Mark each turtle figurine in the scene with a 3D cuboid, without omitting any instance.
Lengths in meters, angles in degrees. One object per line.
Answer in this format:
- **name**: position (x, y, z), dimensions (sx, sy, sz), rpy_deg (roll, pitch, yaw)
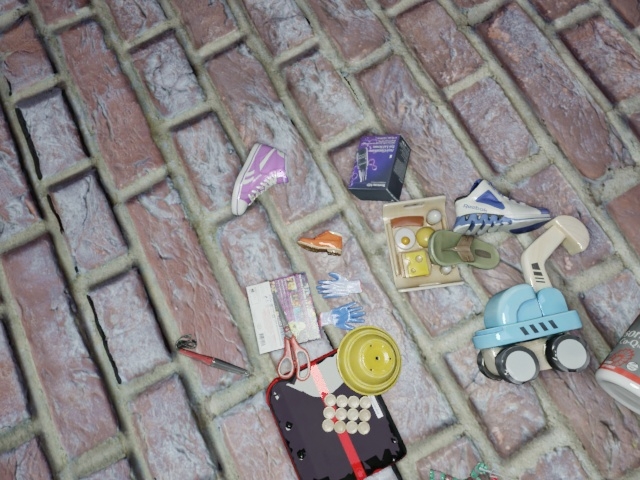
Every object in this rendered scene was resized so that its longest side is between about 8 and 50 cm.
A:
- **turtle figurine**: position (0.440, 0.743, 1.246), dimensions (0.234, 0.118, 0.175), rpy_deg (-3, 62, 18)

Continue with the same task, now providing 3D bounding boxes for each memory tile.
- **memory tile**: position (0.081, 0.537, 1.322), dimensions (0.148, 0.012, 0.113), rpy_deg (5, 75, -1)

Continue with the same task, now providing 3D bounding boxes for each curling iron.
- **curling iron**: position (-0.360, 0.386, 1.418), dimensions (0.274, 0.035, 0.068), rpy_deg (23, 80, 9)

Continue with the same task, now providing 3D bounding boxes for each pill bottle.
- **pill bottle**: position (1.010, 0.328, 1.257), dimensions (0.210, 0.210, 0.363), rpy_deg (41, 82, 11)

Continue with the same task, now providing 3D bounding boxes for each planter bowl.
- **planter bowl**: position (0.165, 0.370, 1.335), dimensions (0.217, 0.090, 0.217), rpy_deg (3, 71, -9)

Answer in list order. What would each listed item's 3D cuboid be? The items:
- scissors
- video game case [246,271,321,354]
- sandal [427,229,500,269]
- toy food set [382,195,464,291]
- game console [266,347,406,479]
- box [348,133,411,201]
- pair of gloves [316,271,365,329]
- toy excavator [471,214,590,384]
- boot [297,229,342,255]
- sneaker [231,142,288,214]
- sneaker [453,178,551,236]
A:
- **scissors**: position (-0.094, 0.304, 1.386), dimensions (0.109, 0.021, 0.297), rpy_deg (-6, 71, 1)
- **video game case**: position (-0.123, 0.242, 1.433), dimensions (0.210, 0.042, 0.232), rpy_deg (-15, 77, 0)
- **sandal**: position (0.467, 0.025, 1.364), dimensions (0.303, 0.086, 0.120), rpy_deg (6, 74, -24)
- **toy food set**: position (0.341, 0.011, 1.431), dimensions (0.220, 0.092, 0.306), rpy_deg (-8, 76, 1)
- **game console**: position (0.040, 0.567, 1.349), dimensions (0.342, 0.060, 0.386), rpy_deg (-24, 78, -8)
- **box**: position (0.204, -0.245, 1.463), dimensions (0.153, 0.108, 0.207), rpy_deg (5, 74, 34)
- **pair of gloves**: position (0.067, 0.203, 1.441), dimensions (0.159, 0.023, 0.198), rpy_deg (-5, 78, 2)
- **toy excavator**: position (0.654, 0.173, 1.308), dimensions (0.433, 0.222, 0.445), rpy_deg (-14, 77, 0)
- **boot**: position (0.000, 0.000, 1.477), dimensions (0.158, 0.059, 0.084), rpy_deg (10, 75, -3)
- **sneaker**: position (-0.204, -0.204, 1.513), dimensions (0.161, 0.102, 0.282), rpy_deg (20, 79, 5)
- **sneaker**: position (0.587, -0.119, 1.423), dimensions (0.316, 0.127, 0.182), rpy_deg (-3, 69, -3)
